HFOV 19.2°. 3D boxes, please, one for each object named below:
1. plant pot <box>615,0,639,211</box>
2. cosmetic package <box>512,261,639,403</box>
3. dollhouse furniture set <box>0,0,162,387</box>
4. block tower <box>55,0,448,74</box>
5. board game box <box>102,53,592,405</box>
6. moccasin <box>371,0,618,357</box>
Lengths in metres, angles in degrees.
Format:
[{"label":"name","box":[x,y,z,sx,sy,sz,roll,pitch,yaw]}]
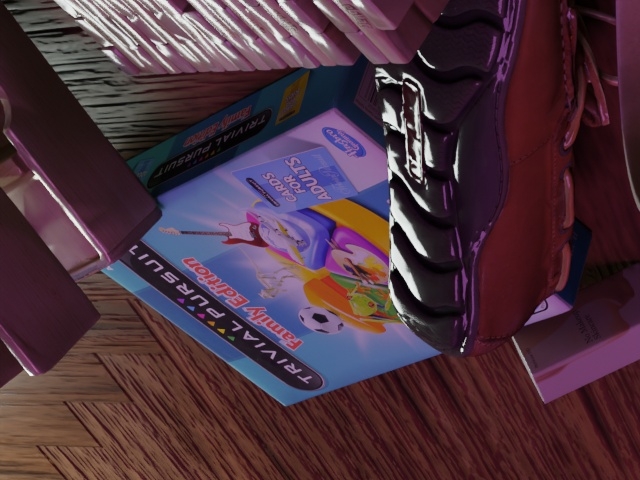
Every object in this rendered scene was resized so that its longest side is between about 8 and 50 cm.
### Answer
[{"label":"plant pot","box":[0.311,-0.142,1.021,0.274,0.256,0.256,-2,143,1]},{"label":"cosmetic package","box":[0.208,0.070,1.446,0.115,0.060,0.041,-27,134,2]},{"label":"dollhouse furniture set","box":[-0.337,0.010,1.331,0.362,0.394,0.256,-25,107,46]},{"label":"block tower","box":[-0.046,-0.166,1.171,0.091,0.097,0.335,44,159,-30]},{"label":"board game box","box":[0.000,0.000,1.481,0.254,0.079,0.336,38,141,-25]},{"label":"moccasin","box":[0.124,-0.098,1.224,0.139,0.147,0.380,30,137,43]}]
